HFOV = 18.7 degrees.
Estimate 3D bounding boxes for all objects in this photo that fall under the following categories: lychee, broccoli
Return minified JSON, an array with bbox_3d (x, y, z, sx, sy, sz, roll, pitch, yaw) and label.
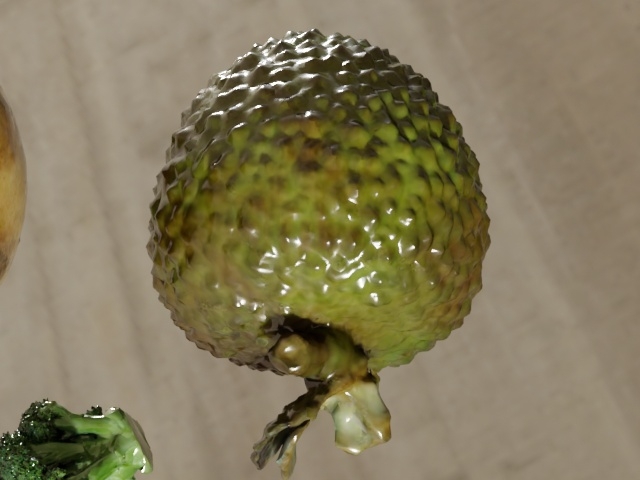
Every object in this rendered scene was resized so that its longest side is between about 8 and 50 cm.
[{"bbox_3d":[-0.001,-0.010,1.464,0.270,0.270,0.320,55,-166,-31],"label":"lychee"},{"bbox_3d":[-0.237,0.241,1.932,0.195,0.156,0.195,58,-178,-3],"label":"broccoli"}]

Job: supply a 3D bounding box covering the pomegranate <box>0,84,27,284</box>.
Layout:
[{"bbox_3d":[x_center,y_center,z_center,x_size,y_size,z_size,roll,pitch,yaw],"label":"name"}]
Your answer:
[{"bbox_3d":[-0.365,-0.046,1.394,0.322,0.322,0.322,58,-170,-16],"label":"pomegranate"}]
